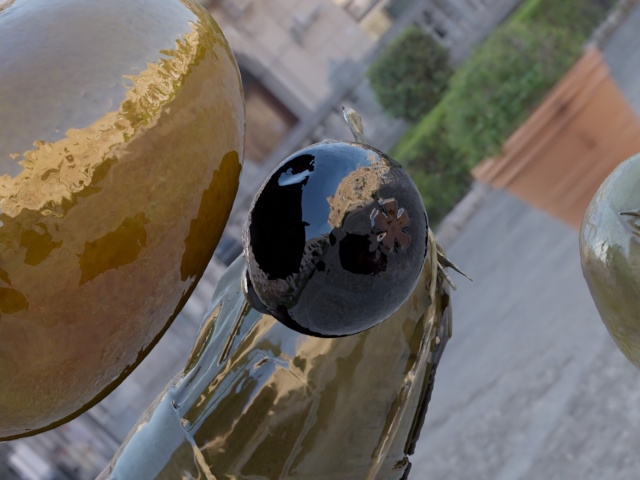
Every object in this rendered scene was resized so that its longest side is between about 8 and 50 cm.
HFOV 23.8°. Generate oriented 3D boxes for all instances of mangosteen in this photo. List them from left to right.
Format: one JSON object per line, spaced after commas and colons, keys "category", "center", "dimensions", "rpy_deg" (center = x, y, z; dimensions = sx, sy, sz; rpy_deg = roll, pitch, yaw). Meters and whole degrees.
{"category": "mangosteen", "center": [0.000, 0.000, 1.034], "dimensions": [0.151, 0.137, 0.137], "rpy_deg": [-4, 36, 48]}

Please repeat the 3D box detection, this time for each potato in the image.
{"category": "potato", "center": [0.287, 0.043, 1.431], "dimensions": [0.100, 0.261, 0.120], "rpy_deg": [4, 31, 23]}

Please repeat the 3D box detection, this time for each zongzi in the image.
{"category": "zongzi", "center": [-0.062, 0.126, 1.264], "dimensions": [0.467, 0.218, 0.500], "rpy_deg": [8, -77, -66]}

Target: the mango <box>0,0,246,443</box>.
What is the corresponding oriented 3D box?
{"category": "mango", "center": [-0.180, -0.039, 0.979], "dimensions": [0.263, 0.221, 0.378], "rpy_deg": [-5, 43, 31]}
